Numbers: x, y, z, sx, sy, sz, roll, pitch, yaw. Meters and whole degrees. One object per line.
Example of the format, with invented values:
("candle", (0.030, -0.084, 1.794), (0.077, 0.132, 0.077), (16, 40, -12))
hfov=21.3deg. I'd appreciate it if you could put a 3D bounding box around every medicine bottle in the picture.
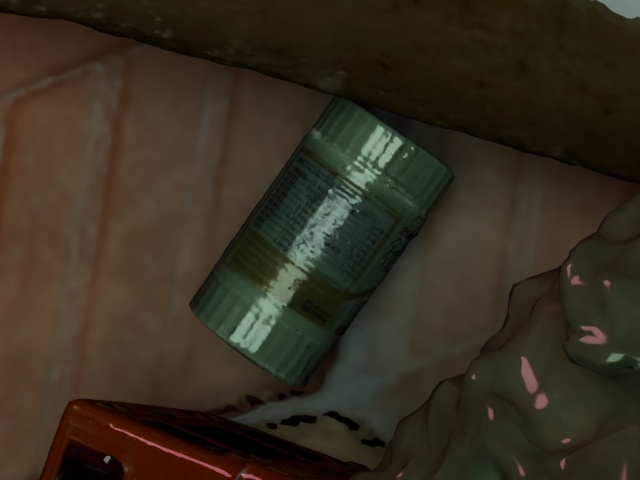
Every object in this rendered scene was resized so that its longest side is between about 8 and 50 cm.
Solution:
("medicine bottle", (0.000, 0.000, 0.535), (0.047, 0.047, 0.083), (35, 92, 5))

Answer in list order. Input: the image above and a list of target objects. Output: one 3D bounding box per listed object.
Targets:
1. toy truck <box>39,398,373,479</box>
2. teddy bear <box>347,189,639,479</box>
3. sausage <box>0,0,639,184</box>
("toy truck", (-0.054, 0.179, 0.504), (0.114, 0.107, 0.252), (19, 91, 29))
("teddy bear", (0.111, 0.213, 0.384), (0.224, 0.357, 0.367), (-21, 132, 33))
("sausage", (0.065, -0.085, 0.488), (0.501, 0.136, 0.123), (17, 109, 4))
